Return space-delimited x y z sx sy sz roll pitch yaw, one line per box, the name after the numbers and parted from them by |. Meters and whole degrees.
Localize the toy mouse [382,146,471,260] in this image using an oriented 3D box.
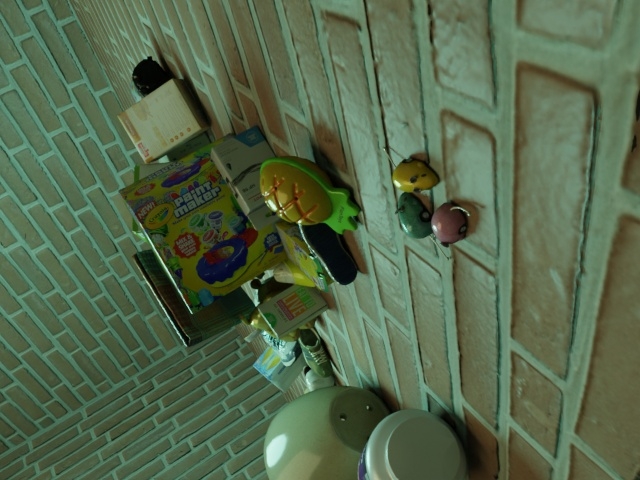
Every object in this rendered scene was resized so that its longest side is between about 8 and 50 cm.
0.126 -0.026 0.696 0.161 0.031 0.143 36 153 54 | toy mouse

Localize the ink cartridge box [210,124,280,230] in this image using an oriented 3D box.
-0.127 -0.123 1.162 0.180 0.104 0.060 58 163 1 | ink cartridge box

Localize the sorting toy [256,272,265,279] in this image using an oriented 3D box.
-0.283 -0.030 1.699 0.255 0.089 0.257 36 -177 -45 | sorting toy

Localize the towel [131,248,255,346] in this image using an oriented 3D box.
-0.318 0.122 1.555 0.271 0.040 0.370 56 -163 6 | towel

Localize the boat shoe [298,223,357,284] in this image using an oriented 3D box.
0.000 0.000 1.066 0.183 0.066 0.066 64 165 -18 | boat shoe

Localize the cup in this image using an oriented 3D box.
0.053 0.492 1.443 0.331 0.331 0.237 53 138 21 | cup

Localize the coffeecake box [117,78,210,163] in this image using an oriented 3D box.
-0.403 -0.307 1.510 0.142 0.186 0.068 61 -163 -6 | coffeecake box

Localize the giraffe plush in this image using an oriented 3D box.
-0.121 0.173 1.633 0.181 0.210 0.170 52 -155 -32 | giraffe plush

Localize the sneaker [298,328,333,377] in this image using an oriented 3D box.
-0.021 0.321 1.720 0.192 0.064 0.086 62 169 3 | sneaker

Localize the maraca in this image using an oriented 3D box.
-0.019 -0.072 0.949 0.186 0.099 0.127 27 150 16 | maraca

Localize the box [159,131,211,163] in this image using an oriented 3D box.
-0.399 -0.255 1.708 0.232 0.127 0.148 39 155 51 | box

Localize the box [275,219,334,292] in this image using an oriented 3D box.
-0.029 0.030 1.257 0.179 0.043 0.105 44 158 50 | box

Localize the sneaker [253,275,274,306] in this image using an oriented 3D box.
-0.137 0.230 1.845 0.146 0.102 0.293 53 163 19 | sneaker

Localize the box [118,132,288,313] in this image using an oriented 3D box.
-0.247 -0.044 1.327 0.177 0.290 0.279 35 153 56 | box

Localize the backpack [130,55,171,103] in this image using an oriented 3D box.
-0.459 -0.404 1.647 0.152 0.115 0.182 53 166 12 | backpack

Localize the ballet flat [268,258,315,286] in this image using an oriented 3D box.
-0.093 0.060 1.439 0.231 0.077 0.077 43 157 45 | ballet flat

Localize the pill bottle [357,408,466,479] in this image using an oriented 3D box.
0.171 0.431 1.123 0.181 0.182 0.323 53 163 22 | pill bottle

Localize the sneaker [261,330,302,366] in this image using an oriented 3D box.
-0.141 0.335 1.971 0.122 0.110 0.283 39 170 -18 | sneaker

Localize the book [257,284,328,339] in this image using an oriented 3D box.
-0.067 0.164 1.429 0.096 0.144 0.035 51 162 26 | book

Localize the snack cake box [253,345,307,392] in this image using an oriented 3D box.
-0.143 0.444 2.136 0.089 0.152 0.264 41 167 -12 | snack cake box

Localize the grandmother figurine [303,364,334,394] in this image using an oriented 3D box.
-0.002 0.504 1.950 0.208 0.104 0.342 41 161 21 | grandmother figurine

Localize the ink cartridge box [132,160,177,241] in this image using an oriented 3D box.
-0.351 -0.106 1.533 0.097 0.255 0.188 74 -168 -73 | ink cartridge box
